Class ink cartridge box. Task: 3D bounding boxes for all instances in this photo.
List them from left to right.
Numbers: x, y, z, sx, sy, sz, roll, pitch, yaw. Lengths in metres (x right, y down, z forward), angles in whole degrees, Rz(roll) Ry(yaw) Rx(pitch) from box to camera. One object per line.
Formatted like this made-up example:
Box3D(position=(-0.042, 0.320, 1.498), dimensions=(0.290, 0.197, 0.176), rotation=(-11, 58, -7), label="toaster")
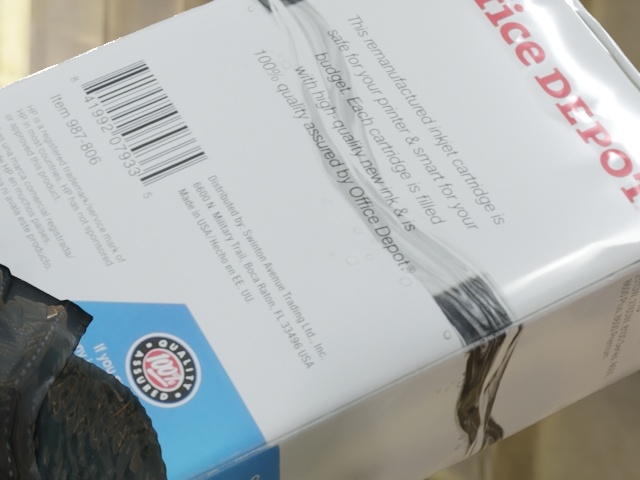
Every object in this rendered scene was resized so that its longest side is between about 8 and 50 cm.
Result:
Box3D(position=(0.000, 0.000, 1.180), dimensions=(0.285, 0.395, 0.166), rotation=(57, -18, 28), label="ink cartridge box")

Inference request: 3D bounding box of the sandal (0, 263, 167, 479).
Box3D(position=(-0.116, 0.075, 0.722), dimensions=(0.446, 0.107, 0.168), rotation=(38, 46, -71), label="sandal")
